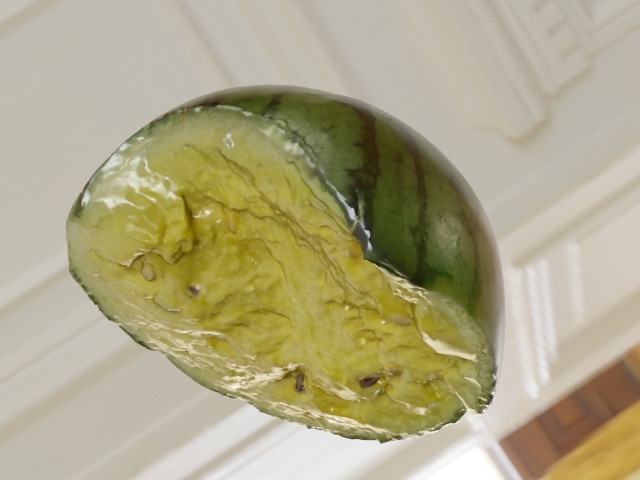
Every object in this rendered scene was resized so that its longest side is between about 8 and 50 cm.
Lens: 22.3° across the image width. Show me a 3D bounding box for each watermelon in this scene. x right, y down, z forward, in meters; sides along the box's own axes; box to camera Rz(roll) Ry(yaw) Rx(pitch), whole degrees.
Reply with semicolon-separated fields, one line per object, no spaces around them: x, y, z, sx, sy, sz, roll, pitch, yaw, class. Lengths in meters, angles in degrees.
0.000;0.000;1.185;0.331;0.189;0.331;21;157;9;watermelon
